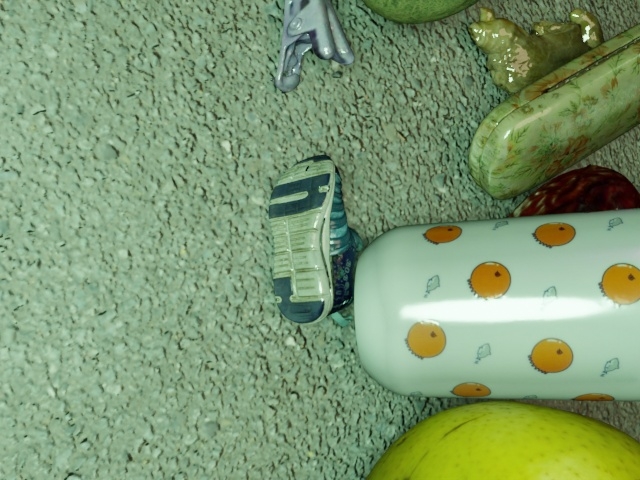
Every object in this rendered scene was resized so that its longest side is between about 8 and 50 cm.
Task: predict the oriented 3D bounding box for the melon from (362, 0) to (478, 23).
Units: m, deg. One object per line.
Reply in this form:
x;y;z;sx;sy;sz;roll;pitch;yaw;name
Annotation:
0.135;-0.395;0.840;0.248;0.329;0.249;6;66;-14;melon

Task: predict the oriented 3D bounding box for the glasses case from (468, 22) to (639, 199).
0.392;-0.200;1.047;0.425;0.098;0.156;-30;143;-15;glasses case

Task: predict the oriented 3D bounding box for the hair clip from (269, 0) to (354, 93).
-0.012;-0.323;0.897;0.137;0.090;0.279;1;87;-65;hair clip

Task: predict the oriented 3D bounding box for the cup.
0.206;0.077;0.843;0.317;0.212;0.212;-3;85;13;cup

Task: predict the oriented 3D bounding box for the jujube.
0.346;0.010;1.017;0.243;0.183;0.183;-41;106;-13;jujube

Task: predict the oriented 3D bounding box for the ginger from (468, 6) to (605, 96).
0.360;-0.274;1.113;0.333;0.080;0.166;-1;99;-28;ginger

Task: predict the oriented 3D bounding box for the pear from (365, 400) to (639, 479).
0.200;0.360;0.787;0.418;0.362;0.362;-22;97;-4;pear

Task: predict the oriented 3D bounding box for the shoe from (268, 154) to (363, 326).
0.000;0.000;0.879;0.106;0.091;0.207;10;75;-52;shoe
